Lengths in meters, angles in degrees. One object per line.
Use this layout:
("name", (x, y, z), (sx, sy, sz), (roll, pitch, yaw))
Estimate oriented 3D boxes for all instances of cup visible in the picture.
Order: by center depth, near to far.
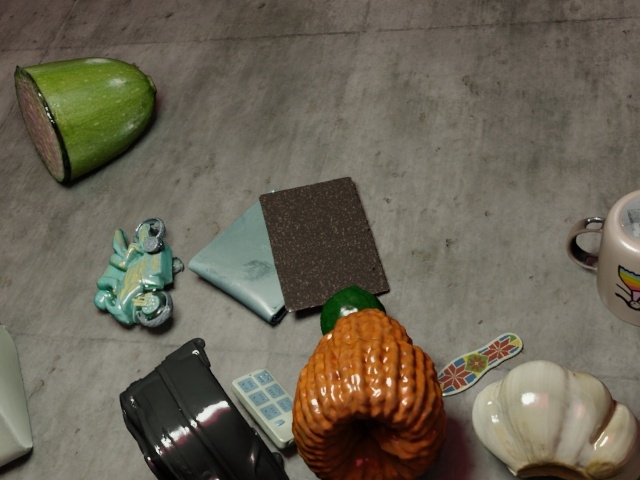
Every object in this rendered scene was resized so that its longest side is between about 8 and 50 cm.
("cup", (0.575, 0.016, 1.536), (0.252, 0.200, 0.191), (17, 59, 29))

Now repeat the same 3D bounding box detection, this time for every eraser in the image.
("eraser", (-0.719, 0.265, 1.661), (0.149, 0.331, 0.331), (-25, 49, -3))

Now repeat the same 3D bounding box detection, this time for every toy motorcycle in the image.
("toy motorcycle", (-0.408, 0.082, 1.860), (0.198, 0.109, 0.297), (-19, 50, 15))

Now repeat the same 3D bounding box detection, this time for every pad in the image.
("pad", (0.000, 0.000, 1.808), (0.220, 0.004, 0.330), (-11, 52, -5))

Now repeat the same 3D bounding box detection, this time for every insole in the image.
("insole", (0.294, 0.231, 1.576), (0.193, 0.006, 0.065), (-30, 50, -7))

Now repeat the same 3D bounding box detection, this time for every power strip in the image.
("power strip", (-0.092, 0.317, 1.590), (0.081, 0.035, 0.192), (-17, 43, -34))

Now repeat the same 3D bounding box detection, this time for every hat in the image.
("hat", (0.099, 0.224, 1.498), (0.285, 0.285, 0.400), (-3, 40, 15))

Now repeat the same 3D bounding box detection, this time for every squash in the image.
("squash", (-0.580, -0.342, 2.155), (0.308, 0.310, 0.310), (-26, 47, -27))

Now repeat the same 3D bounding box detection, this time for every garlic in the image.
("garlic", (0.394, 0.285, 1.390), (0.281, 0.185, 0.203), (-1, 33, 18))

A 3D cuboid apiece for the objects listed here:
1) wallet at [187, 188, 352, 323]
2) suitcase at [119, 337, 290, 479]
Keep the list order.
("wallet", (-0.106, 0.026, 1.835), (0.251, 0.054, 0.290), (31, 59, 28))
("suitcase", (-0.155, 0.361, 1.346), (0.188, 0.345, 0.339), (-33, 22, -13))
